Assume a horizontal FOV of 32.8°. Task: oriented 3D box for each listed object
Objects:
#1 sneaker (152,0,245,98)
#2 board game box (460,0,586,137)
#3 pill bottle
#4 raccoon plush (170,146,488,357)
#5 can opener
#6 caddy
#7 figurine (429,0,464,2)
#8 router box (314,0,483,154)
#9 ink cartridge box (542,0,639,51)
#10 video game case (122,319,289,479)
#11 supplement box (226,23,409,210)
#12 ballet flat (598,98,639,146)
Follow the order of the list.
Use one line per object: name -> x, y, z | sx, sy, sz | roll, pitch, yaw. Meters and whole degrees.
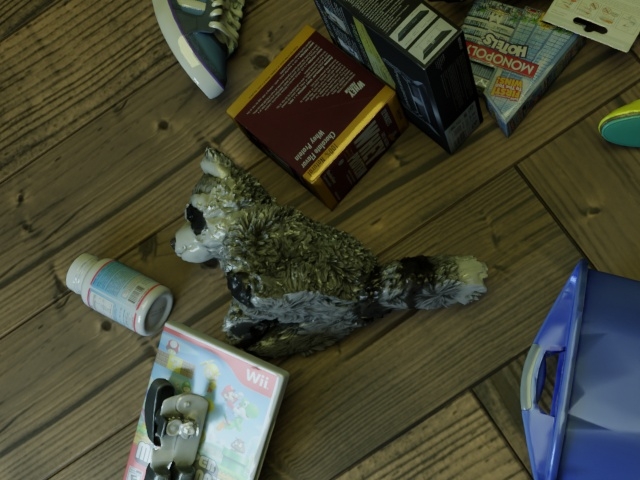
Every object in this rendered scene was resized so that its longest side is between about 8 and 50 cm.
sneaker -> -0.153, -0.417, 1.812 | 0.236, 0.130, 0.322 | -28, 63, 9
board game box -> 0.285, -0.270, 1.694 | 0.194, 0.060, 0.194 | 23, 79, 19
pill bottle -> -0.320, 0.081, 1.722 | 0.160, 0.087, 0.087 | 26, 81, 20
raccoon plush -> 0.000, 0.000, 1.655 | 0.447, 0.216, 0.299 | -3, 57, -13
can opener -> -0.226, 0.340, 1.579 | 0.093, 0.074, 0.280 | 27, 109, 54
caddy -> 0.356, 0.195, 1.435 | 0.179, 0.241, 0.341 | 9, 75, 12
figurine -> 0.268, -0.465, 1.723 | 0.210, 0.092, 0.214 | -11, 46, 16
router box -> 0.114, -0.280, 1.606 | 0.243, 0.309, 0.081 | 42, 86, 21
ink cartridge box -> 0.446, -0.368, 1.676 | 0.145, 0.045, 0.179 | 27, 71, 20
video game case -> -0.174, 0.284, 1.592 | 0.204, 0.025, 0.285 | 22, 104, 20
supplement box -> -0.002, -0.191, 1.704 | 0.194, 0.129, 0.191 | 41, 86, 22
ballet flat -> 0.529, -0.185, 1.607 | 0.231, 0.077, 0.077 | -1, 52, 11
